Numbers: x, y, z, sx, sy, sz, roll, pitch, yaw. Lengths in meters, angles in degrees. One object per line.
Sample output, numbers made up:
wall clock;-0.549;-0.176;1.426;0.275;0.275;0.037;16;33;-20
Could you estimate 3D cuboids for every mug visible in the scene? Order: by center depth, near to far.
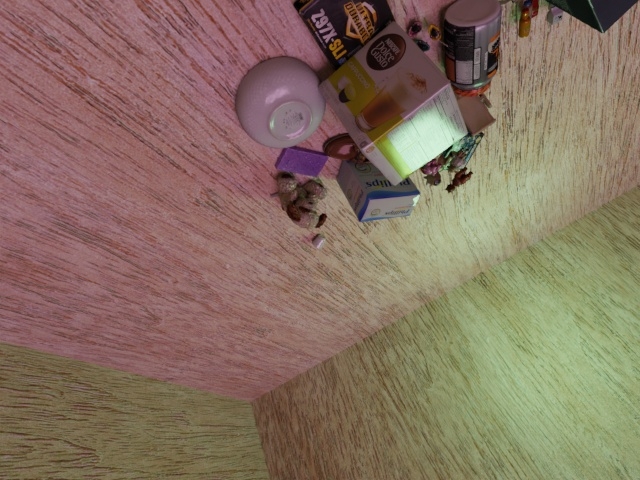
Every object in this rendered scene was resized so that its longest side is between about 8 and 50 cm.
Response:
mug;-0.003;-0.001;2.225;0.062;0.078;0.064;29;114;-11

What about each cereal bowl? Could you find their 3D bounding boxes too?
cereal bowl;-0.130;-0.467;1.491;0.339;0.141;0.339;-15;142;-12

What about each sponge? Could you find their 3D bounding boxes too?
sponge;-0.079;-0.338;1.771;0.210;0.031;0.117;5;135;-35

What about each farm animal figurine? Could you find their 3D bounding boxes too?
farm animal figurine;0.506;-0.346;1.888;0.330;0.326;0.172;25;136;-7

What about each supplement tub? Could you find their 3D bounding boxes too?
supplement tub;0.564;-0.711;1.543;0.194;0.193;0.316;-26;145;2

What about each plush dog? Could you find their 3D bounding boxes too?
plush dog;-0.091;-0.145;1.838;0.263;0.225;0.210;11;131;-39

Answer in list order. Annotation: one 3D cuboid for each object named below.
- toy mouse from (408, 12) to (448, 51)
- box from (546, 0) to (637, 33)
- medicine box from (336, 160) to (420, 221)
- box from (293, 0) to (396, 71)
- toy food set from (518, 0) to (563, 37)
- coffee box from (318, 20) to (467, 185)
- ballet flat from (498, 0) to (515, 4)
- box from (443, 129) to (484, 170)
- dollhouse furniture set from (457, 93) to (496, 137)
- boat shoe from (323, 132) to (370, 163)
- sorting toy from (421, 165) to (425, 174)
toy mouse;0.362;-0.742;1.500;0.143;0.031;0.161;-12;139;43
box;0.847;-0.908;1.292;0.212;0.395;0.293;18;127;-42
medicine box;0.255;-0.243;1.863;0.264;0.289;0.149;-8;141;-22
box;0.101;-0.719;1.365;0.257;0.079;0.322;-32;143;13
toy food set;0.842;-0.881;1.560;0.232;0.111;0.104;-26;144;6
coffee box;0.262;-0.463;1.456;0.334;0.337;0.338;-36;152;16
ballet flat;0.637;-0.882;1.478;0.222;0.076;0.079;-10;145;-27
box;0.685;-0.449;2.058;0.175;0.051;0.220;-7;140;-23
dollhouse furniture set;0.638;-0.518;1.776;0.212;0.161;0.242;-34;174;12
boat shoe;0.168;-0.390;1.786;0.308;0.104;0.110;-9;141;-21
sorting toy;0.540;-0.369;2.069;0.042;0.061;0.102;-47;-173;-18
